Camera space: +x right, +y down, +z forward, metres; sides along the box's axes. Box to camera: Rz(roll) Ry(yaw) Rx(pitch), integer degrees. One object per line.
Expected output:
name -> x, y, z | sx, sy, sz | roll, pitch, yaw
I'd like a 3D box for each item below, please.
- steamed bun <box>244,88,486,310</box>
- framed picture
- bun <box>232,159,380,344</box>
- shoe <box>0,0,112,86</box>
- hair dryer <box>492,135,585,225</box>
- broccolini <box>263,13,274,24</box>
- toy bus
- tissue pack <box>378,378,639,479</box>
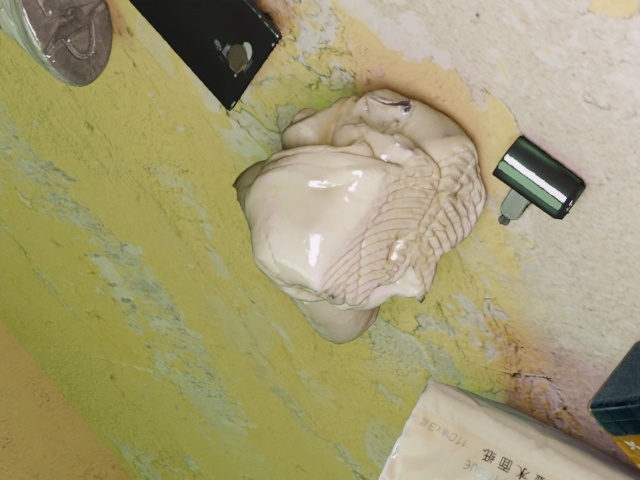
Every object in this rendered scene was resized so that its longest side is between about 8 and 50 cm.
steamed bun -> 0.036, -0.054, 1.874 | 0.206, 0.275, 0.320 | 33, -166, 29
framed picture -> -0.191, -0.329, 2.005 | 0.324, 0.013, 0.244 | 48, 155, 1
bun -> 0.000, 0.000, 2.110 | 0.287, 0.146, 0.287 | 58, -174, -10
shoe -> -0.432, -0.364, 2.208 | 0.210, 0.132, 0.342 | 3, 132, 58
hair dryer -> 0.244, -0.050, 1.871 | 0.100, 0.057, 0.197 | 38, 163, 5
broccolini -> -0.101, -0.262, 2.011 | 0.030, 0.035, 0.140 | 53, 154, -15
toy bus -> 0.459, 0.196, 1.853 | 0.167, 0.138, 0.275 | 48, 157, -11
tissue pack -> 0.325, 0.371, 2.128 | 0.405, 0.205, 0.332 | 25, 177, 30
